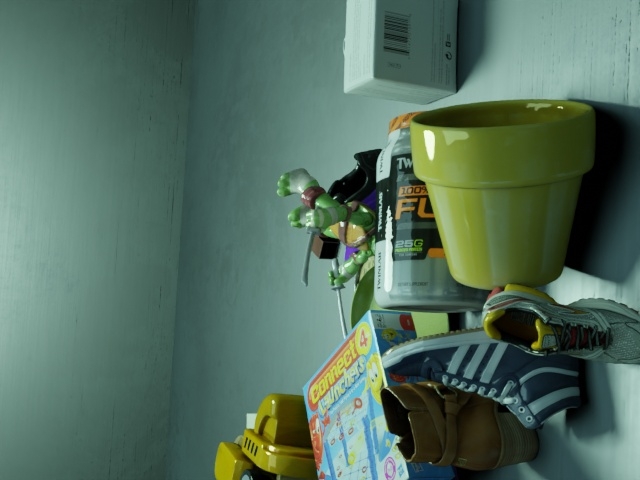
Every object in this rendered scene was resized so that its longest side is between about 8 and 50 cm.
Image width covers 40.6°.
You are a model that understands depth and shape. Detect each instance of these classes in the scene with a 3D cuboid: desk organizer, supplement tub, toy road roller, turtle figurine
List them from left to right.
[{"bbox_3d":[-0.073,0.424,1.766,0.329,0.202,0.241,-176,96,-70],"label":"toy road roller"},{"bbox_3d":[0.000,0.000,1.592,0.266,0.198,0.275,40,101,44],"label":"turtle figurine"},{"bbox_3d":[0.019,-0.024,1.993,0.050,0.047,0.130,45,127,57],"label":"desk organizer"},{"bbox_3d":[0.186,-0.043,1.433,0.193,0.193,0.316,162,111,-65],"label":"supplement tub"}]

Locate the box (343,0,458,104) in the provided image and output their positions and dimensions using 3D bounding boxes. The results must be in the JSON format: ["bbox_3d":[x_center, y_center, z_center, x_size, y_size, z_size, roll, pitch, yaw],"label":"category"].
[{"bbox_3d":[0.148,-0.358,1.594,0.119,0.182,0.181,-7,80,64],"label":"box"}]

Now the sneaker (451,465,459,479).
[{"bbox_3d":[0.209,0.469,1.429,0.104,0.095,0.236,-51,40,41],"label":"sneaker"}]

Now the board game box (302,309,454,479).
[{"bbox_3d":[0.087,0.328,1.515,0.308,0.086,0.302,124,143,-45],"label":"board game box"}]

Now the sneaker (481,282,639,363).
[{"bbox_3d":[0.318,0.123,1.128,0.225,0.093,0.088,8,112,23],"label":"sneaker"}]

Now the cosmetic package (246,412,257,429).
[{"bbox_3d":[-0.085,0.548,1.999,0.129,0.153,0.296,157,114,-65],"label":"cosmetic package"}]

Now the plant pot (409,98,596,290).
[{"bbox_3d":[0.262,-0.067,1.239,0.254,0.254,0.239,-148,49,-64],"label":"plant pot"}]

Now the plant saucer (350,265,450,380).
[{"bbox_3d":[0.152,0.154,1.596,0.241,0.037,0.241,4,96,47],"label":"plant saucer"}]

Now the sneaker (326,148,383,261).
[{"bbox_3d":[0.072,-0.061,1.755,0.102,0.146,0.293,-120,41,-52],"label":"sneaker"}]

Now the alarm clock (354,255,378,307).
[{"bbox_3d":[0.121,0.067,1.723,0.129,0.064,0.192,-167,79,-66],"label":"alarm clock"}]

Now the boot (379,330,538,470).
[{"bbox_3d":[0.185,0.243,1.352,0.283,0.220,0.109,-111,34,-45],"label":"boot"}]

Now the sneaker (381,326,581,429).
[{"bbox_3d":[0.233,0.204,1.242,0.099,0.282,0.153,34,-134,-72],"label":"sneaker"}]
